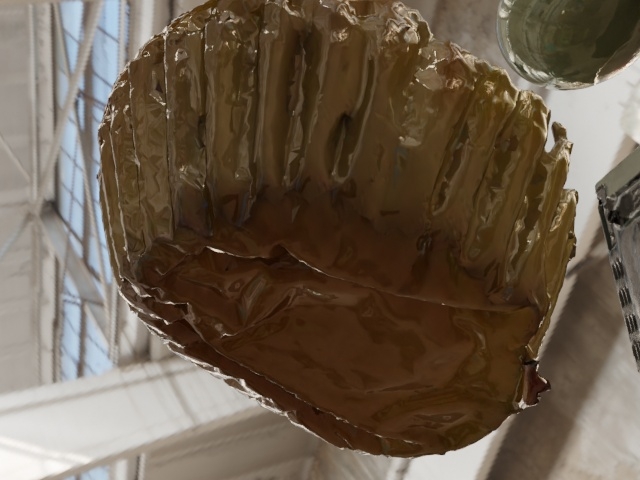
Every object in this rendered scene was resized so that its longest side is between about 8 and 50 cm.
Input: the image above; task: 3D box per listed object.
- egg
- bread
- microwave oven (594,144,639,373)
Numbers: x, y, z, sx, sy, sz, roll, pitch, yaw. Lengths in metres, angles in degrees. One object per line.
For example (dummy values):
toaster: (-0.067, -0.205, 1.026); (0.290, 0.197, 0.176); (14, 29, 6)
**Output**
egg: (0.324, -0.279, 1.151); (0.183, 0.217, 0.183); (-1, -88, -20)
bread: (0.000, 0.000, 0.494); (0.274, 0.149, 0.274); (9, -45, 10)
microwave oven: (0.442, -0.010, 0.916); (0.219, 0.286, 0.355); (-4, -17, -10)
